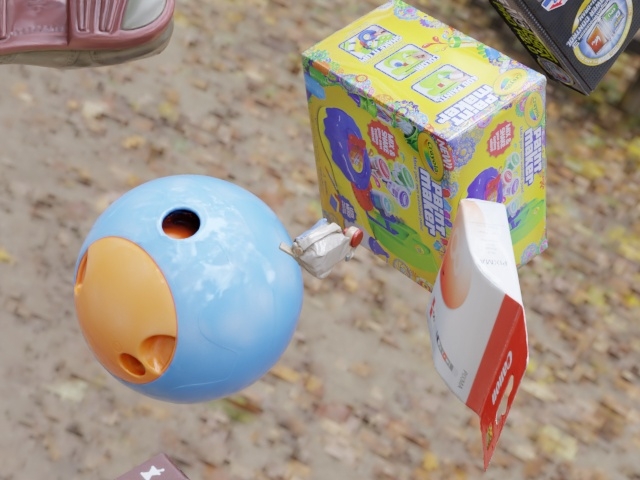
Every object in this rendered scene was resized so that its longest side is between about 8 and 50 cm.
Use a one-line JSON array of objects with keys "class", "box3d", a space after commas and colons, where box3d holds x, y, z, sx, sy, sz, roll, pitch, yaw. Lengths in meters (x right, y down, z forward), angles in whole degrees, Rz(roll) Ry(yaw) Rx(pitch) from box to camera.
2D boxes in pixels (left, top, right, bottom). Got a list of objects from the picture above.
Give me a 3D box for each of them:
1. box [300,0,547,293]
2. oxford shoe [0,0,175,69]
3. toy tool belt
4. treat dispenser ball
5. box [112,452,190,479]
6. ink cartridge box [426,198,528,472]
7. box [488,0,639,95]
[{"class": "box", "box3d": [0.141, -0.116, 1.991, 0.177, 0.290, 0.279, -34, 47, -26]}, {"class": "oxford shoe", "box3d": [-0.324, -0.221, 1.575, 0.348, 0.130, 0.123, 4, 71, -1]}, {"class": "toy tool belt", "box3d": [0.000, 0.000, 1.475, 0.051, 0.052, 0.083, 27, 36, 23]}, {"class": "treat dispenser ball", "box3d": [-0.165, 0.062, 1.893, 0.288, 0.288, 0.288, 20, 26, -10]}, {"class": "box", "box3d": [-0.178, 0.375, 1.603, 0.167, 0.203, 0.168, -27, 40, -24]}, {"class": "ink cartridge box", "box3d": [0.126, 0.078, 1.252, 0.045, 0.145, 0.179, 7, 44, -6]}, {"class": "box", "box3d": [0.263, -0.303, 1.393, 0.060, 0.270, 0.216, 33, -6, 45]}]
